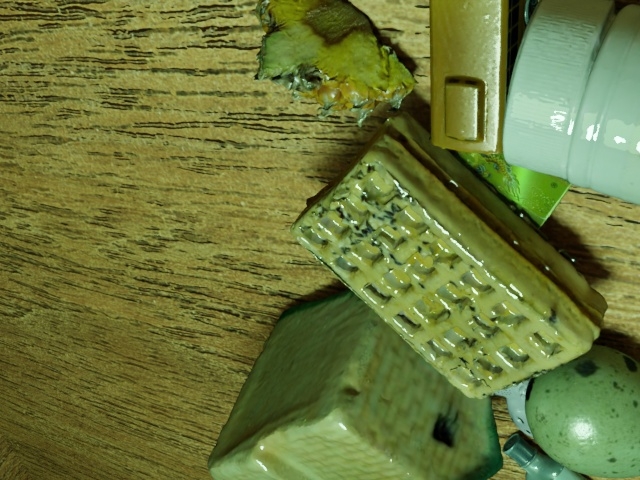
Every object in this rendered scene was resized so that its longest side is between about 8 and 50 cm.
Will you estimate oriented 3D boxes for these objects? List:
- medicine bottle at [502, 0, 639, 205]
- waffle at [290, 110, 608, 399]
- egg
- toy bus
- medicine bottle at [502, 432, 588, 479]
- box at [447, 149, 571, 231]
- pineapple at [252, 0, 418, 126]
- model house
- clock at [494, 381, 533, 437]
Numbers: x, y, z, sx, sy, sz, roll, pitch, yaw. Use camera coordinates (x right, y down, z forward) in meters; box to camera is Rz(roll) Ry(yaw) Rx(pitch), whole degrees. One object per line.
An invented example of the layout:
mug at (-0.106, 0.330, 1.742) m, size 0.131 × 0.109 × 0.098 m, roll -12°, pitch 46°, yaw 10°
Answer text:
medicine bottle at (0.356, -0.121, 0.891) m, size 0.332 × 0.190 × 0.190 m, roll 20°, pitch 139°, yaw 21°
waffle at (0.159, 0.033, 1.204) m, size 0.376 × 0.114 × 0.261 m, roll 42°, pitch 145°, yaw -4°
egg at (0.393, 0.241, 1.248) m, size 0.228 × 0.177 × 0.177 m, roll 26°, pitch 142°, yaw -3°
toy bus at (0.178, -0.194, 1.002) m, size 0.098 × 0.114 × 0.201 m, roll 12°, pitch 123°, yaw 27°
medicine bottle at (0.395, 0.405, 1.511) m, size 0.208 × 0.053 × 0.090 m, roll 40°, pitch 142°, yaw -3°
box at (0.204, -0.039, 1.216) m, size 0.173 × 0.043 × 0.311 m, roll 33°, pitch 142°, yaw 7°
pineapple at (-0.024, -0.211, 1.133) m, size 0.250 × 0.164 × 0.140 m, roll 37°, pitch 150°, yaw -4°
model house at (0.085, 0.297, 1.446) m, size 0.343 × 0.334 × 0.382 m, roll 37°, pitch 147°, yaw -17°
clock at (0.306, 0.230, 1.382) m, size 0.117 × 0.080 × 0.176 m, roll 8°, pitch 139°, yaw 52°
